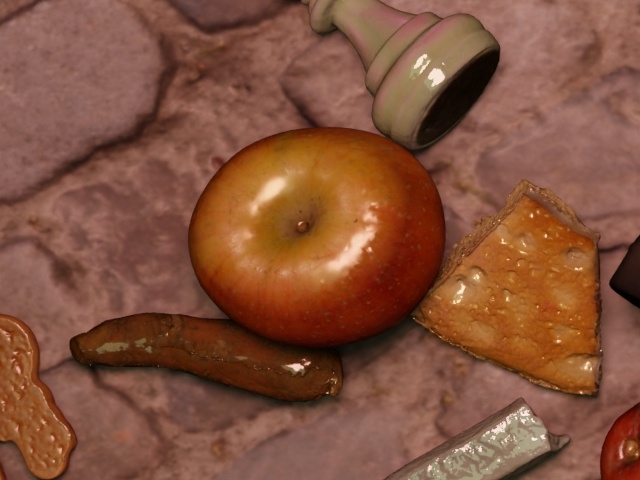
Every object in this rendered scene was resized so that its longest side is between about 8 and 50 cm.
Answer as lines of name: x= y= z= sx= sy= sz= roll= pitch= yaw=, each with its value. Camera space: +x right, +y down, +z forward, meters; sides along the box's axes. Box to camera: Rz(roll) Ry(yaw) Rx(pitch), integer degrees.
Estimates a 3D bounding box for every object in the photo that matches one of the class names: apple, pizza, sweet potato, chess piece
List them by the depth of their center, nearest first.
apple: x=0.000 y=0.000 z=1.522 sx=0.234 sy=0.173 sz=0.210 roll=15 pitch=78 yaw=20
pizza: x=0.210 y=0.047 z=1.552 sx=0.204 sy=0.080 sz=0.188 roll=35 pitch=118 yaw=-4
chess piece: x=0.033 y=-0.219 z=1.553 sx=0.271 sy=0.139 sz=0.139 roll=44 pitch=96 yaw=16
sweet potato: x=-0.108 y=0.107 z=1.590 sx=0.273 sy=0.075 sz=0.075 roll=8 pitch=92 yaw=9

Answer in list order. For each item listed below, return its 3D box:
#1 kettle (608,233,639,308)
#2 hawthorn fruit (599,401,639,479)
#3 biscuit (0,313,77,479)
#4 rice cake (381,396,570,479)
kettle: x=0.469 y=-0.018 z=1.461 sx=0.321 sy=0.228 sz=0.324 roll=31 pitch=92 yaw=-21
hawthorn fruit: x=0.341 y=0.217 z=1.490 sx=0.172 sy=0.173 sz=0.173 roll=0 pitch=91 yaw=7
biscuit: x=-0.343 y=0.142 z=1.636 sx=0.144 sy=0.040 sz=0.236 roll=-23 pitch=87 yaw=0
rice cake: x=0.135 y=0.219 z=1.562 sx=0.206 sy=0.069 sz=0.063 roll=-32 pitch=87 yaw=8
